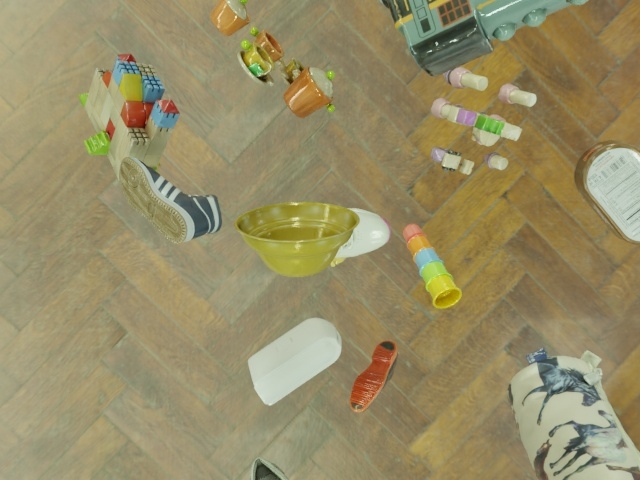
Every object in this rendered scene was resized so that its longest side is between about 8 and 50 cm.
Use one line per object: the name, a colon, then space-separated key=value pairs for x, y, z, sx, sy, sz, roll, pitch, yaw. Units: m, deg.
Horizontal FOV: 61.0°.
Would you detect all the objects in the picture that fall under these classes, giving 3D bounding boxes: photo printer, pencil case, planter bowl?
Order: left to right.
photo printer: x=-0.078 y=0.368 z=1.741 sx=0.307 sy=0.256 sz=0.107 roll=-33 pitch=102 yaw=-6
planter bowl: x=-0.039 y=0.005 z=0.954 sx=0.217 sy=0.217 sz=0.091 roll=-3 pitch=110 yaw=-5
pencil case: x=0.427 y=0.350 z=0.843 sx=0.159 sy=0.410 sz=0.184 roll=25 pitch=114 yaw=-11

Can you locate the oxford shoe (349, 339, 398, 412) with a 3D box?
oxford shoe: x=0.187 y=0.458 z=1.769 sx=0.271 sy=0.096 sz=0.098 roll=-50 pitch=134 yaw=-33

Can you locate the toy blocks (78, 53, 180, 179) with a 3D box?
toy blocks: x=-0.509 y=-0.356 z=1.455 sx=0.190 sy=0.261 sz=0.381 roll=-9 pitch=57 yaw=-44

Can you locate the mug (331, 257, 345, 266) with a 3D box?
mug: x=0.035 y=0.022 z=1.395 sx=0.062 sy=0.078 sz=0.064 roll=-28 pitch=129 yaw=-11

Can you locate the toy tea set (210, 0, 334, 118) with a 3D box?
toy tea set: x=-0.086 y=-0.415 z=1.200 sx=0.124 sy=0.336 sz=0.200 roll=-34 pitch=54 yaw=23

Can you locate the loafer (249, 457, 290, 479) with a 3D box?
loafer: x=-0.074 y=0.549 z=1.063 sx=0.112 sy=0.319 sz=0.112 roll=-25 pitch=111 yaw=-19

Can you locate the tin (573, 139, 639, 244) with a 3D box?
tin: x=0.489 y=-0.074 z=0.869 sx=0.106 sy=0.040 sz=0.190 roll=-41 pitch=100 yaw=17

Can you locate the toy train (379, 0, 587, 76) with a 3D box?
toy train: x=0.228 y=-0.343 z=0.663 sx=0.333 sy=0.142 sz=0.190 roll=-18 pitch=83 yaw=26

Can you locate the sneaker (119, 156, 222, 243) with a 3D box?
sneaker: x=-0.356 y=-0.103 z=1.312 sx=0.282 sy=0.153 sz=0.099 roll=44 pitch=122 yaw=22

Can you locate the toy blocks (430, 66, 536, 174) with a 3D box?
toy blocks: x=0.484 y=-0.397 z=1.808 sx=0.288 sy=0.260 sz=0.309 roll=7 pitch=111 yaw=-30

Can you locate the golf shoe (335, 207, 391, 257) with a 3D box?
golf shoe: x=0.000 y=0.000 z=1.169 sx=0.306 sy=0.140 sz=0.115 roll=-3 pitch=109 yaw=5

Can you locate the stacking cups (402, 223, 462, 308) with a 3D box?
stacking cups: x=0.348 y=0.076 z=1.763 sx=0.095 sy=0.316 sz=0.096 roll=-10 pitch=133 yaw=-11
